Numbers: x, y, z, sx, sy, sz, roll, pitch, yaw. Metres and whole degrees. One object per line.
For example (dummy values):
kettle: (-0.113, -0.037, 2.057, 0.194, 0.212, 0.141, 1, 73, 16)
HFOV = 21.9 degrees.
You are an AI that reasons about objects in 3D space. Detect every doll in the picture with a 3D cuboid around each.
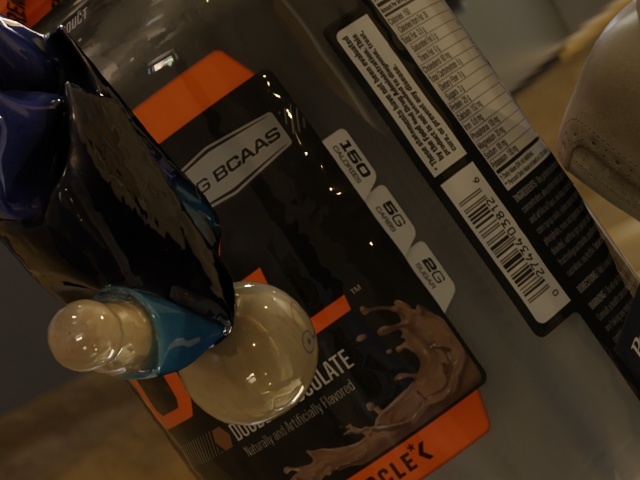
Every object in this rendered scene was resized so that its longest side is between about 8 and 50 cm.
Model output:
doll: (-0.059, -0.017, 0.384, 0.189, 0.046, 0.129, 53, 9, -37)

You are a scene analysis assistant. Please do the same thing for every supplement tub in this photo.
supplement tub: (0.000, 0.000, 0.711, 0.338, 0.207, 0.207, 54, 18, 0)

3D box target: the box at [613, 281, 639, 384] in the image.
box: (0.195, -0.018, 0.432, 0.184, 0.103, 0.261, -118, -146, -49)

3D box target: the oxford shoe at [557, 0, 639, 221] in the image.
oxford shoe: (0.282, 0.017, 0.690, 0.397, 0.146, 0.140, 37, 48, 4)
